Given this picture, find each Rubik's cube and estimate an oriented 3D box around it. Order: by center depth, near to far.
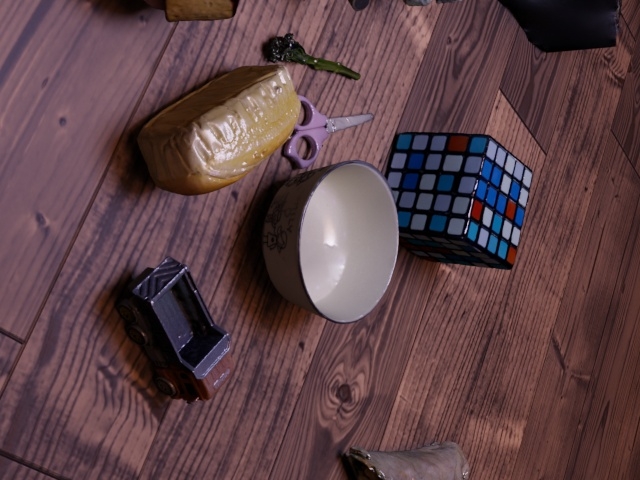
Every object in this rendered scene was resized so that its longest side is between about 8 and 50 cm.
[{"bbox_3d":[0.226,-0.067,1.712,0.182,0.187,0.184,28,74,-50],"label":"Rubik's cube"}]

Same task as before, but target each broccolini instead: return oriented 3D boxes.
[{"bbox_3d":[-0.007,-0.264,1.526,0.218,0.044,0.042,13,68,-56],"label":"broccolini"}]

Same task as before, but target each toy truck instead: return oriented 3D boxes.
[{"bbox_3d":[-0.181,0.117,1.293,0.083,0.092,0.192,-48,129,-39],"label":"toy truck"}]

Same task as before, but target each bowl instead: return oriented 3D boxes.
[{"bbox_3d":[0.000,0.000,1.480,0.237,0.126,0.238,-6,98,-51],"label":"bowl"}]

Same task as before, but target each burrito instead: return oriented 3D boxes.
[{"bbox_3d":[0.159,0.436,1.748,0.347,0.107,0.175,13,70,-53],"label":"burrito"}]

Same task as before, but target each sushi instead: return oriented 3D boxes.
[{"bbox_3d":[0.507,-0.511,1.994,0.227,0.215,0.212,29,71,-48],"label":"sushi"}]

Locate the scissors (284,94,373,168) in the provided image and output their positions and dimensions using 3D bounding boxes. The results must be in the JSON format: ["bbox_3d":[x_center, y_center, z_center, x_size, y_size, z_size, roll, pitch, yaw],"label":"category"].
[{"bbox_3d":[0.014,-0.177,1.564,0.212,0.021,0.110,-19,105,-49],"label":"scissors"}]

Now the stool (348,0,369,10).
[{"bbox_3d":[0.033,-0.436,1.420,0.153,0.139,0.228,-13,131,-25],"label":"stool"}]

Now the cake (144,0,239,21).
[{"bbox_3d":[-0.175,-0.365,1.202,0.178,0.185,0.208,9,111,-11],"label":"cake"}]

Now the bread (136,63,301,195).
[{"bbox_3d":[-0.121,-0.141,1.306,0.236,0.140,0.106,-42,121,-41],"label":"bread"}]

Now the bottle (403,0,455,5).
[{"bbox_3d":[0.150,-0.527,1.562,0.229,0.229,0.352,-36,124,-44],"label":"bottle"}]
